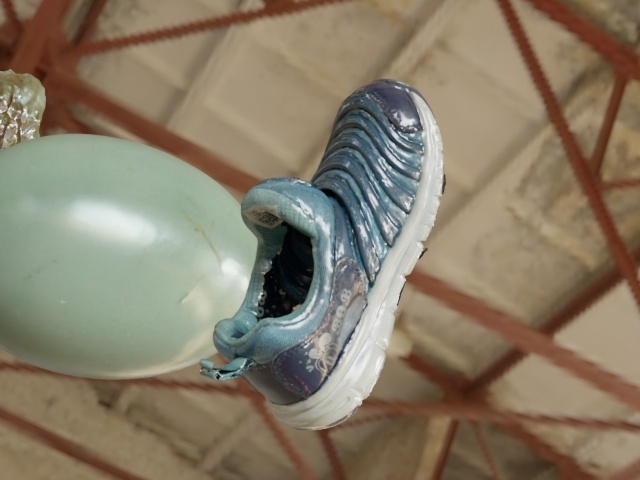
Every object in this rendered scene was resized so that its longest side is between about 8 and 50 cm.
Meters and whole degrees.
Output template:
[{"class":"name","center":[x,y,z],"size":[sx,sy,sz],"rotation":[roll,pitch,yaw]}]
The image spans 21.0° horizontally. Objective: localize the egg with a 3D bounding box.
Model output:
[{"class":"egg","center":[-0.149,0.013,1.201],"size":[0.231,0.168,0.168],"rotation":[12,-30,-16]}]

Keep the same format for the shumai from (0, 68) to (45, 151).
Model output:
[{"class":"shumai","center":[-0.322,-0.014,1.519],"size":[0.272,0.222,0.203],"rotation":[-37,-87,8]}]

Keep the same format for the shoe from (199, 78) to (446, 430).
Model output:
[{"class":"shoe","center":[0.000,0.000,0.675],"size":[0.071,0.143,0.064],"rotation":[28,-12,-34]}]
